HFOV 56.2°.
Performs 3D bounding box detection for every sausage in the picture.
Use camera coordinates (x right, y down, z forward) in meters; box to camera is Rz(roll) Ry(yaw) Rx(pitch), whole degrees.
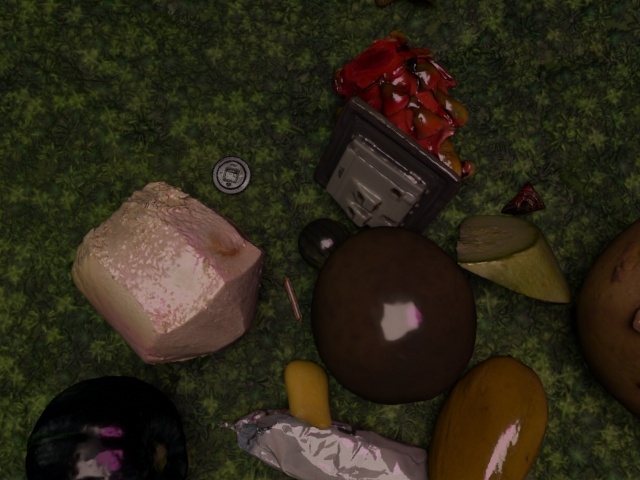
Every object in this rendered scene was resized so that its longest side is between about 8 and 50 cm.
[{"bbox_3d":[-0.056,0.120,1.221,0.015,0.015,0.100,-18,83,-1],"label":"sausage"}]

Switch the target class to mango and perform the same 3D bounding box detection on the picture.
[{"bbox_3d":[0.293,0.360,1.093,0.142,0.195,0.331,44,71,-29],"label":"mango"}]

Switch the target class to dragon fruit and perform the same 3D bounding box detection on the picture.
[{"bbox_3d":[0.160,-0.244,1.166,0.227,0.243,0.307,-35,59,35],"label":"dragon fruit"}]

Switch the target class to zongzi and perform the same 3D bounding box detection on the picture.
[{"bbox_3d":[0.415,-0.071,1.210,0.083,0.073,0.067,-32,102,-2],"label":"zongzi"}]

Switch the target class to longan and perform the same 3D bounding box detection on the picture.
[{"bbox_3d":[0.129,0.135,1.082,0.319,0.319,0.319,0,83,1],"label":"longan"}]

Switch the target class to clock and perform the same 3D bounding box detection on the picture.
[{"bbox_3d":[-0.186,-0.136,1.255,0.085,0.017,0.085,0,83,1],"label":"clock"}]

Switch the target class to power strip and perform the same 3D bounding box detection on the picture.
[{"bbox_3d":[0.103,-0.106,1.130,0.251,0.257,0.092,43,58,9],"label":"power strip"}]

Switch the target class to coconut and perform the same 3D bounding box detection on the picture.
[{"bbox_3d":[-0.254,0.071,1.095,0.309,0.297,0.297,40,85,6],"label":"coconut"}]

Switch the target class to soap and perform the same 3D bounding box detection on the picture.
[{"bbox_3d":[-0.025,0.294,1.142,0.089,0.168,0.033,7,127,-9],"label":"soap"}]

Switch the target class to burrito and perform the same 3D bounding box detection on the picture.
[{"bbox_3d":[0.019,0.406,1.141,0.445,0.101,0.139,20,88,4],"label":"burrito"}]

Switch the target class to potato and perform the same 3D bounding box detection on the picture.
[{"bbox_3d":[0.644,0.183,1.026,0.442,0.385,0.319,44,100,17],"label":"potato"}]

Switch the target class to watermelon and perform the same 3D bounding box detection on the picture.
[{"bbox_3d":[0.000,0.000,1.192,0.133,0.105,0.105,39,85,14],"label":"watermelon"}]

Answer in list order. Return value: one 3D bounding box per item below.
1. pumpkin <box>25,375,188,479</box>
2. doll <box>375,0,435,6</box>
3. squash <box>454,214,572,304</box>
[{"bbox_3d":[-0.374,0.386,1.051,0.238,0.315,0.315,-15,83,9],"label":"pumpkin"},{"bbox_3d":[0.154,-0.572,1.268,0.210,0.097,0.137,6,89,7],"label":"doll"},{"bbox_3d":[0.367,0.053,1.134,0.204,0.237,0.155,-3,114,19],"label":"squash"}]
